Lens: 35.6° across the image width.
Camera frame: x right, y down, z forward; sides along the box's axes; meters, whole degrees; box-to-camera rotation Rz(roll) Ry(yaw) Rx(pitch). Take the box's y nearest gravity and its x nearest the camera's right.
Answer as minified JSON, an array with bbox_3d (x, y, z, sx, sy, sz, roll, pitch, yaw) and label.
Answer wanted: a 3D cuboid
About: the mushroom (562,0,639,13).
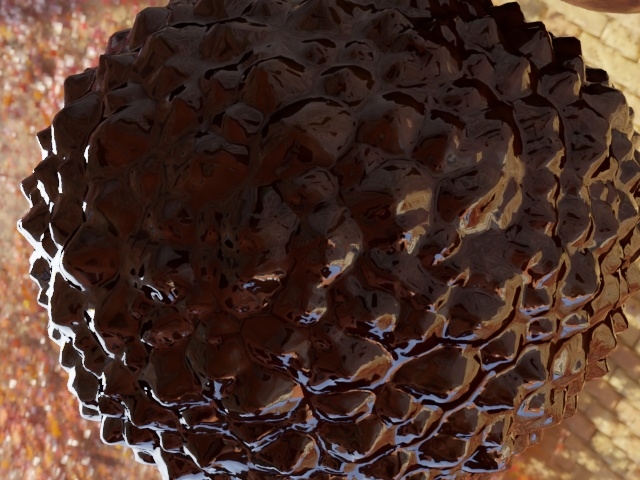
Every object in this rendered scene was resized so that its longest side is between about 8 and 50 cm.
[{"bbox_3d":[0.169,-0.213,0.417,0.233,0.301,0.208,-15,-89,-53],"label":"mushroom"}]

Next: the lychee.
[{"bbox_3d":[0.000,0.000,0.460,0.264,0.300,0.264,28,-129,-42],"label":"lychee"}]
